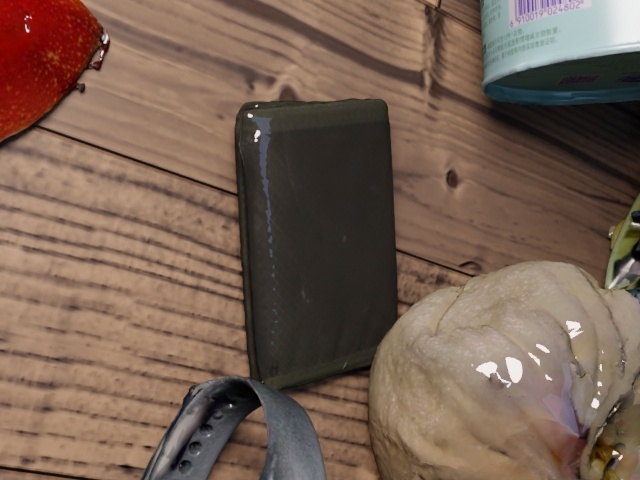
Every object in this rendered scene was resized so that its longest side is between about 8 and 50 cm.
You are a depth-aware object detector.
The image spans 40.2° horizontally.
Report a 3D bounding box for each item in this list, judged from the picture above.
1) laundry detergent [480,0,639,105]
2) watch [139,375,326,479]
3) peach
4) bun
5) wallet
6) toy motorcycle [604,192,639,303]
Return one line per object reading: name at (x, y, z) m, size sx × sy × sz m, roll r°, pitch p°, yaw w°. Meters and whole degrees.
laundry detergent at (0.286, -0.300, 0.820) m, size 0.287 × 0.287 × 0.305 m, roll -2°, pitch 90°, yaw -33°
watch at (-0.080, 0.202, 0.628) m, size 0.068 × 0.193 × 0.206 m, roll 33°, pitch 91°, yaw -28°
peach at (-0.267, -0.148, 0.589) m, size 0.279 × 0.068 × 0.188 m, roll -7°, pitch 94°, yaw -33°
bun at (0.181, 0.152, 0.764) m, size 0.282 × 0.205 × 0.281 m, roll -1°, pitch 94°, yaw -23°
wallet at (0.000, 0.000, 0.767) m, size 0.169 × 0.052 × 0.245 m, roll -8°, pitch 99°, yaw -38°
toy motorcycle at (0.440, 0.019, 0.977) m, size 0.237 × 0.169 × 0.410 m, roll 36°, pitch 70°, yaw -28°
